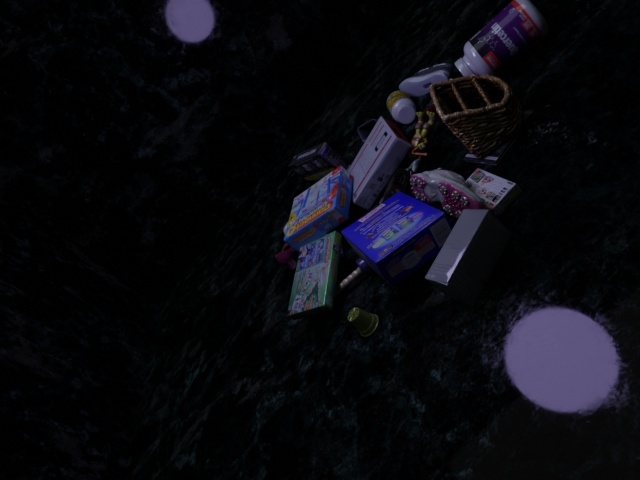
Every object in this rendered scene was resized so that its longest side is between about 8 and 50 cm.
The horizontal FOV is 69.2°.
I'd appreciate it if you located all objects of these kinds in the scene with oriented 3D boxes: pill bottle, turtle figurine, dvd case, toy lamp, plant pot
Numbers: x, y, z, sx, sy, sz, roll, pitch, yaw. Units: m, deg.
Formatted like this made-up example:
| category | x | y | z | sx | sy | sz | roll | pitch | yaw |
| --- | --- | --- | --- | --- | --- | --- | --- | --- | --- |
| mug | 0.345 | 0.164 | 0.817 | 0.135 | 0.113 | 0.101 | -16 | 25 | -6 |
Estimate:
| category | x | y | z | sx | sy | sz | roll | pitch | yaw |
| --- | --- | --- | --- | --- | --- | --- | --- | --- | --- |
| pill bottle | 0.684 | -0.750 | 1.776 | 0.323 | 0.181 | 0.181 | -40 | 27 | 28 |
| turtle figurine | 0.414 | -0.419 | 1.917 | 0.217 | 0.087 | 0.269 | -68 | 17 | 3 |
| pill bottle | 0.390 | -0.633 | 2.216 | 0.117 | 0.117 | 0.208 | -42 | 26 | 22 |
| dvd case | 0.606 | -0.354 | 1.578 | 0.221 | 0.018 | 0.164 | -53 | 24 | -1 |
| toy lamp | 0.107 | 0.144 | 1.716 | 0.275 | 0.080 | 0.080 | -42 | 26 | 20 |
| plant pot | 0.133 | 0.259 | 1.513 | 0.083 | 0.079 | 0.083 | -39 | 28 | 26 |

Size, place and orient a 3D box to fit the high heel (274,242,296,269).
| category | x | y | z | sx | sy | sz | roll | pitch | yaw |
| --- | --- | --- | --- | --- | --- | --- | --- | --- | --- |
| high heel | -0.185 | 0.053 | 2.307 | 0.082 | 0.117 | 0.244 | -44 | 26 | 20 |

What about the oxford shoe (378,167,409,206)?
| category | x | y | z | sx | sy | sz | roll | pitch | yaw |
| --- | --- | --- | --- | --- | --- | --- | --- | --- | --- |
| oxford shoe | 0.286 | -0.170 | 1.850 | 0.227 | 0.083 | 0.096 | -61 | 3 | -15 |

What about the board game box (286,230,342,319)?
| category | x | y | z | sx | sy | sz | roll | pitch | yaw |
| --- | --- | --- | --- | --- | --- | --- | --- | --- | --- |
| board game box | -0.021 | 0.135 | 1.788 | 0.213 | 0.046 | 0.317 | -22 | 47 | 42 |

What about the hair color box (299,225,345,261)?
| category | x | y | z | sx | sy | sz | roll | pitch | yaw |
| --- | --- | --- | --- | --- | --- | --- | --- | --- | --- |
| hair color box | 0.000 | 0.000 | 2.065 | 0.174 | 0.105 | 0.347 | -41 | 26 | 22 |

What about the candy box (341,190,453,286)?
| category | x | y | z | sx | sy | sz | roll | pitch | yaw |
| --- | --- | --- | --- | --- | --- | --- | --- | --- | --- |
| candy box | 0.252 | -0.018 | 1.552 | 0.268 | 0.122 | 0.317 | -35 | 26 | -3 |

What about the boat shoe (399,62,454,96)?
| category | x | y | z | sx | sy | sz | roll | pitch | yaw |
| --- | --- | --- | --- | --- | --- | --- | --- | --- | --- |
| boat shoe | 0.507 | -0.775 | 2.218 | 0.301 | 0.108 | 0.102 | 1 | 58 | 58 |

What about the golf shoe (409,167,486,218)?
| category | x | y | z | sx | sy | sz | roll | pitch | yaw |
| --- | --- | --- | --- | --- | --- | --- | --- | --- | --- |
| golf shoe | 0.417 | -0.162 | 1.455 | 0.140 | 0.115 | 0.306 | -27 | 36 | -17 |

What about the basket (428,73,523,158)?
| category | x | y | z | sx | sy | sz | roll | pitch | yaw |
| --- | --- | --- | --- | --- | --- | --- | --- | --- | --- |
| basket | 0.531 | -0.469 | 1.574 | 0.213 | 0.223 | 0.299 | -38 | 27 | 29 |

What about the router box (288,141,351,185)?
| category | x | y | z | sx | sy | sz | roll | pitch | yaw |
| --- | --- | --- | --- | --- | --- | --- | --- | --- | --- |
| router box | 0.012 | -0.365 | 2.372 | 0.309 | 0.243 | 0.081 | -6 | 52 | 58 |

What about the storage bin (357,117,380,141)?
| category | x | y | z | sx | sy | sz | roll | pitch | yaw |
| --- | --- | --- | --- | --- | --- | --- | --- | --- | --- |
| storage bin | 0.276 | -0.572 | 2.385 | 0.091 | 0.098 | 0.135 | -36 | 9 | -39 |

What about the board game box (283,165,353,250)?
| category | x | y | z | sx | sy | sz | roll | pitch | yaw |
| --- | --- | --- | --- | --- | --- | --- | --- | --- | --- |
| board game box | -0.006 | -0.143 | 2.044 | 0.308 | 0.086 | 0.302 | -32 | 30 | 31 |

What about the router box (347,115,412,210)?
| category | x | y | z | sx | sy | sz | roll | pitch | yaw |
| --- | --- | --- | --- | --- | --- | --- | --- | --- | --- |
| router box | 0.241 | -0.346 | 2.039 | 0.335 | 0.082 | 0.301 | -58 | 20 | 25 |

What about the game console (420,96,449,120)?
| category | x | y | z | sx | sy | sz | roll | pitch | yaw |
| --- | --- | --- | --- | --- | --- | --- | --- | --- | --- |
| game console | 0.507 | -0.586 | 1.992 | 0.144 | 0.124 | 0.085 | -28 | 60 | 43 |

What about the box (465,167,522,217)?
| category | x | y | z | sx | sy | sz | roll | pitch | yaw |
| --- | --- | --- | --- | --- | --- | --- | --- | --- | --- |
| box | 0.515 | -0.151 | 1.442 | 0.114 | 0.036 | 0.207 | -49 | 24 | 8 |

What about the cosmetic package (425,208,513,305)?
| category | x | y | z | sx | sy | sz | roll | pitch | yaw |
| --- | --- | --- | --- | --- | --- | --- | --- | --- | --- |
| cosmetic package | 0.406 | 0.042 | 1.268 | 0.238 | 0.127 | 0.107 | -58 | 24 | -8 |

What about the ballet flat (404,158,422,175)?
| category | x | y | z | sx | sy | sz | roll | pitch | yaw |
| --- | --- | --- | --- | --- | --- | --- | --- | --- | --- |
| ballet flat | 0.372 | -0.287 | 1.889 | 0.114 | 0.041 | 0.041 | -35 | 30 | 34 |

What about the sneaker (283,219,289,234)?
| category | x | y | z | sx | sy | sz | roll | pitch | yaw |
| --- | --- | --- | --- | --- | --- | --- | --- | --- | --- |
| sneaker | -0.058 | -0.119 | 2.366 | 0.131 | 0.112 | 0.296 | 31 | 86 | 48 |
